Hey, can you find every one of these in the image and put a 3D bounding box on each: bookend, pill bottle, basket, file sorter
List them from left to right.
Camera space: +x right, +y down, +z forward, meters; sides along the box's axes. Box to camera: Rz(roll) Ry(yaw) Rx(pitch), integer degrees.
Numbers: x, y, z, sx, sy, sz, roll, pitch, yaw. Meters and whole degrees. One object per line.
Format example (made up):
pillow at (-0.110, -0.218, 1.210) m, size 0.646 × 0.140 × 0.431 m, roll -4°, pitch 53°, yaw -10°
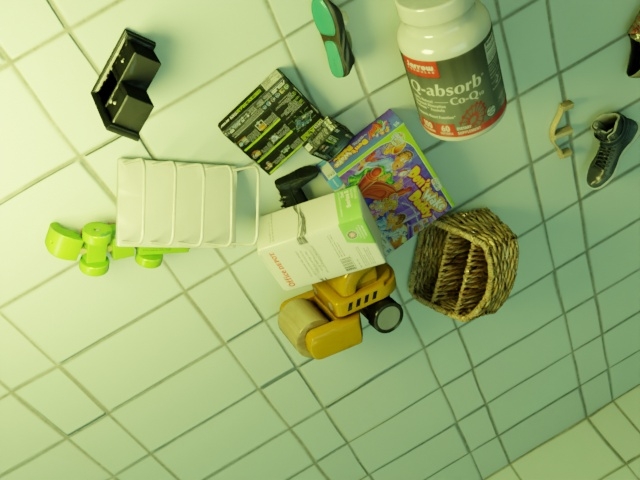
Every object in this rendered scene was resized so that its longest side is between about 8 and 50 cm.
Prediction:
bookend at (-0.373, -0.305, 1.618) m, size 0.072 × 0.157 × 0.156 m, roll 18°, pitch 117°, yaw -38°
file sorter at (-0.284, -0.078, 1.790) m, size 0.278 × 0.173 × 0.192 m, roll 1°, pitch 90°, yaw -30°
pill bottle at (0.289, -0.417, 1.848) m, size 0.210 × 0.210 × 0.362 m, roll -30°, pitch 134°, yaw -4°
basket at (0.405, 0.086, 2.327) m, size 0.223 × 0.213 × 0.299 m, roll -9°, pitch 130°, yaw -23°

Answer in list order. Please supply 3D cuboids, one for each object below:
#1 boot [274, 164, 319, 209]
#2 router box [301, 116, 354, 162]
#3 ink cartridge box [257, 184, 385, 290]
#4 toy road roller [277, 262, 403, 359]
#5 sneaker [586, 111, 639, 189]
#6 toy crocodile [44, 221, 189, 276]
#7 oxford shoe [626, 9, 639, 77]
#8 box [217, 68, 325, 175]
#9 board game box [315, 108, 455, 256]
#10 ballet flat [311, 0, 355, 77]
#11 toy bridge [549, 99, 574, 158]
boot at (-0.050, -0.124, 2.023) m, size 0.121 × 0.045 × 0.099 m, roll -22°, pitch 132°, yaw -1°
router box at (0.019, -0.236, 1.937) m, size 0.092 × 0.038 × 0.122 m, roll -47°, pitch 161°, yaw 13°
ink cartridge box at (0.000, 0.000, 2.041) m, size 0.273 × 0.114 × 0.198 m, roll -17°, pitch 140°, yaw 12°
toy road roller at (0.044, 0.140, 2.196) m, size 0.330 × 0.202 × 0.240 m, roll -23°, pitch 122°, yaw -17°
sneaker at (0.800, -0.259, 2.333) m, size 0.163 × 0.086 × 0.226 m, roll 12°, pitch 111°, yaw -48°
toy crocodile at (-0.450, -0.001, 1.880) m, size 0.341 × 0.105 × 0.115 m, roll -7°, pitch 129°, yaw -30°
oxford shoe at (0.863, -0.561, 2.105) m, size 0.130 × 0.123 × 0.348 m, roll -18°, pitch 132°, yaw -8°
box at (-0.107, -0.266, 1.875) m, size 0.191 × 0.045 × 0.184 m, roll -43°, pitch 137°, yaw 8°
board game box at (0.173, -0.140, 2.107) m, size 0.233 × 0.078 × 0.347 m, roll -38°, pitch 135°, yaw 4°
ballet flat at (0.033, -0.453, 1.786) m, size 0.074 × 0.074 × 0.203 m, roll -25°, pitch 128°, yaw -8°
toy bridge at (0.668, -0.299, 2.281) m, size 0.063 × 0.026 × 0.188 m, roll -21°, pitch 134°, yaw -8°
